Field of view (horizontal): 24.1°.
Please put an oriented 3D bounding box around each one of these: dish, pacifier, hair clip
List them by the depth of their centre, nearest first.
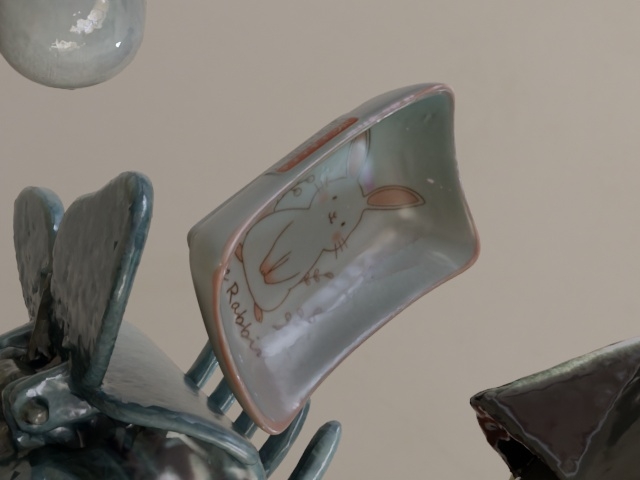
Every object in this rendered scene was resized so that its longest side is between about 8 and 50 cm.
[{"bbox_3d":[-0.148,-0.185,0.849,0.227,0.279,0.207,-118,-147,-60],"label":"pacifier"},{"bbox_3d":[0.000,0.000,0.942,0.212,0.077,0.151,-39,134,-28],"label":"dish"},{"bbox_3d":[-0.168,0.142,1.188,0.392,0.238,0.318,-65,-153,2],"label":"hair clip"}]

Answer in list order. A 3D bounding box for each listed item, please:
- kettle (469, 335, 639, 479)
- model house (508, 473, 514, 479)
[{"bbox_3d":[0.224,0.158,0.602,0.324,0.321,0.228,-27,180,-10],"label":"kettle"},{"bbox_3d":[0.274,0.259,1.053,0.321,0.266,0.261,-19,-152,43],"label":"model house"}]
